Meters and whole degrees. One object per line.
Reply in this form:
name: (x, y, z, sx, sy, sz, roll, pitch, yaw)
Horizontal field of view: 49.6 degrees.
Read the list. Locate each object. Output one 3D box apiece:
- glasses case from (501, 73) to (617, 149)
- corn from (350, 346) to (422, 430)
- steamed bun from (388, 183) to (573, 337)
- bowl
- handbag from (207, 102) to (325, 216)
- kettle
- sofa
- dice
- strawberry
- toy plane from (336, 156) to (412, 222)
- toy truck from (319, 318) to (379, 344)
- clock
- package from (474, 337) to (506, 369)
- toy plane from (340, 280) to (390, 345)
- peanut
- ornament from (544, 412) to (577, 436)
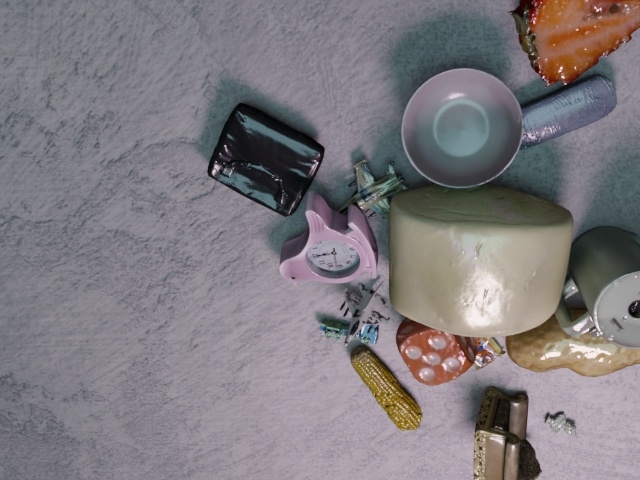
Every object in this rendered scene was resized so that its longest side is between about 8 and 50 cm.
glasses case: (0.589, -0.315, 1.716, 0.282, 0.067, 0.109, -23, 110, 16)
corn: (0.201, 0.452, 2.086, 0.097, 0.097, 0.320, -34, 102, 20)
steamed bun: (0.398, 0.050, 1.755, 0.455, 0.290, 0.371, 2, 120, 6)
bowl: (0.349, -0.274, 1.709, 0.286, 0.144, 0.287, 2, 98, 13)
handbag: (-0.148, -0.216, 1.864, 0.275, 0.088, 0.244, 26, 116, -6)
kettle: (0.737, 0.131, 1.738, 0.205, 0.318, 0.265, 16, 113, -1)
sofa: (0.549, 0.573, 1.995, 0.182, 0.258, 0.200, 4, 113, 22)
dice: (0.328, 0.284, 1.940, 0.179, 0.174, 0.175, -29, 100, 25)
strawberry: (0.574, -0.528, 1.591, 0.280, 0.150, 0.253, -35, 124, 18)
toy plane: (0.112, -0.111, 1.873, 0.262, 0.088, 0.192, -27, 101, 29)
toy truck: (0.087, 0.249, 2.035, 0.175, 0.067, 0.081, 9, 108, 9)
clock: (0.000, 0.000, 1.880, 0.275, 0.080, 0.290, -9, 132, 15)
package: (0.467, 0.315, 2.017, 0.108, 0.031, 0.121, -37, 101, 22)
toy plane: (0.111, 0.214, 1.951, 0.160, 0.234, 0.082, 35, 151, -1)
peanut: (0.705, 0.280, 1.895, 0.387, 0.169, 0.192, -3, 116, 14)
ornament: (0.719, 0.552, 2.073, 0.092, 0.041, 0.069, -1, 107, 19)
